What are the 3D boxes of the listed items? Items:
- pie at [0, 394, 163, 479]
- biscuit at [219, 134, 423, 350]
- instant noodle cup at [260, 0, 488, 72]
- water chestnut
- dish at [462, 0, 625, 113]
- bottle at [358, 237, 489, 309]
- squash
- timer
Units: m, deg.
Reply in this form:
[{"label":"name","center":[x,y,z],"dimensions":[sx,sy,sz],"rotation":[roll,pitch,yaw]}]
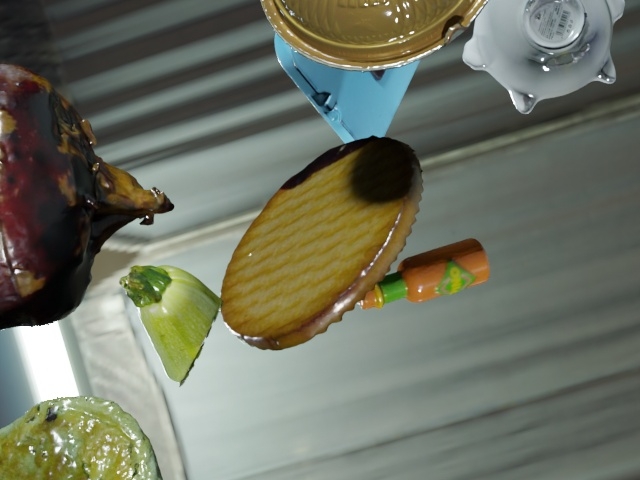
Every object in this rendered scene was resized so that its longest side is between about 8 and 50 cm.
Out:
[{"label":"pie","center":[-0.282,0.304,1.389],"dimensions":[0.078,0.277,0.276],"rotation":[13,-121,-61]},{"label":"biscuit","center":[0.000,0.000,1.586],"dimensions":[0.040,0.318,0.318],"rotation":[42,-157,-28]},{"label":"instant noodle cup","center":[0.054,-0.316,1.348],"dimensions":[0.090,0.274,0.273],"rotation":[56,-161,-66]},{"label":"water chestnut","center":[-0.361,-0.053,1.613],"dimensions":[0.335,0.347,0.335],"rotation":[-4,-90,-89]},{"label":"dish","center":[0.338,-0.303,1.865],"dimensions":[0.228,0.236,0.086],"rotation":[47,178,2]},{"label":"bottle","center":[0.137,0.052,1.768],"dimensions":[0.069,0.187,0.069],"rotation":[163,90,-76]},{"label":"squash","center":[-0.133,0.070,1.208],"dimensions":[0.075,0.090,0.200],"rotation":[38,167,21]},{"label":"timer","center":[0.030,-0.275,1.823],"dimensions":[0.232,0.091,0.250],"rotation":[50,-130,-36]}]
